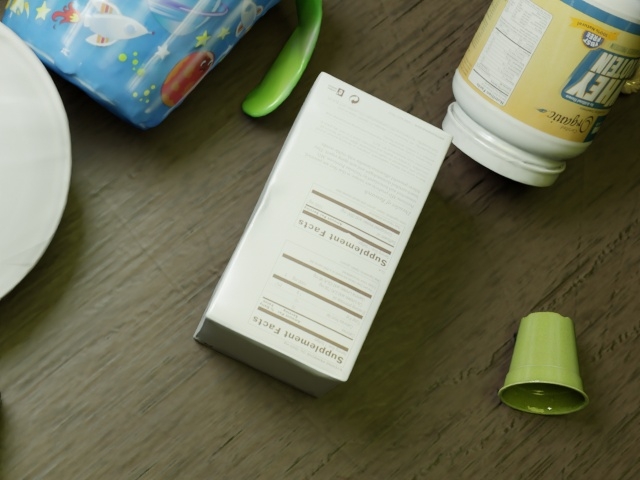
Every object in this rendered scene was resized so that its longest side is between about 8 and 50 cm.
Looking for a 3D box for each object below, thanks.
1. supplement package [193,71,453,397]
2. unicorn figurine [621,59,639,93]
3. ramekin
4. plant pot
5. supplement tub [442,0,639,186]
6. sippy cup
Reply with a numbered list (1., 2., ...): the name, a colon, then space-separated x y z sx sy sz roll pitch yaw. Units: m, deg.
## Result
1. supplement package: 0.000 0.000 1.256 0.134 0.139 0.244 26 75 -4
2. unicorn figurine: 0.269 -0.206 1.396 0.162 0.060 0.111 35 73 -1
3. ramekin: -0.354 -0.069 1.165 0.273 0.127 0.273 -6 101 -31
4. plant pot: 0.211 0.112 1.309 0.083 0.083 0.079 12 62 -8
5. supplement tub: 0.211 -0.165 1.292 0.144 0.144 0.200 24 114 -5
6. sippy cup: -0.157 -0.229 1.237 0.305 0.240 0.224 35 88 4
